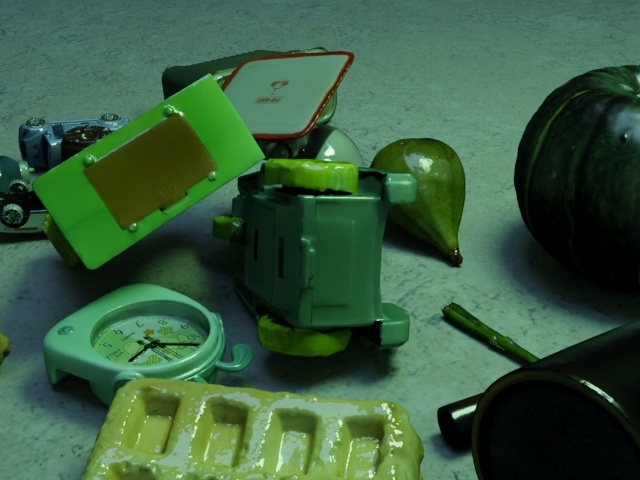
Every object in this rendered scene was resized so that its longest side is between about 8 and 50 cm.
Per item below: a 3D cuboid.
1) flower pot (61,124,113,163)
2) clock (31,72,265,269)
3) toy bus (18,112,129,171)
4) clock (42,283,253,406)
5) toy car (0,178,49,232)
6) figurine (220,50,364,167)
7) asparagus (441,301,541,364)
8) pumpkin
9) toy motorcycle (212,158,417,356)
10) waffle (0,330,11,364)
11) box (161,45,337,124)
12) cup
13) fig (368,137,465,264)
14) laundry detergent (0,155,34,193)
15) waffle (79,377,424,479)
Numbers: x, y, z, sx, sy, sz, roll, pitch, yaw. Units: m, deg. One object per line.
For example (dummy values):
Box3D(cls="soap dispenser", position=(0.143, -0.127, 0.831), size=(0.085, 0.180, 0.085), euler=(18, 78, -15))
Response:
Box3D(cls="flower pot", position=(-0.331, -0.116, 1.284), size=(0.111, 0.089, 0.111), euler=(0, 27, 0))
Box3D(cls="clock", position=(-0.211, -0.062, 1.014), size=(0.220, 0.106, 0.255), euler=(-35, 7, -18))
Box3D(cls="toy bus", position=(-0.373, -0.145, 1.357), size=(0.167, 0.073, 0.076), euler=(-8, 39, -20))
Box3D(cls="clock", position=(-0.167, 0.113, 0.873), size=(0.188, 0.060, 0.148), euler=(19, 32, 31))
Box3D(cls="toy car", position=(-0.339, -0.044, 1.181), size=(0.205, 0.056, 0.095), euler=(-2, 27, -13))
Box3D(cls="figurine", position=(-0.017, -0.105, 1.146), size=(0.183, 0.226, 0.160), euler=(5, 52, 35))
Box3D(cls="asparagus", position=(0.209, 0.117, 0.913), size=(0.023, 0.022, 0.233), euler=(36, -4, -42))
Box3D(cls="pumpkin", position=(0.391, -0.077, 1.051), size=(0.323, 0.241, 0.323), euler=(-5, 24, 2))
Box3D(cls="toy motorcycle", position=(0.000, 0.000, 0.996), size=(0.200, 0.191, 0.326), euler=(0, 8, -18))
Box3D(cls="waffle", position=(-0.497, 0.080, 0.898), size=(0.327, 0.098, 0.224), euler=(23, 33, 35))
Box3D(cls="box", position=(-0.123, -0.261, 1.526), size=(0.274, 0.138, 0.178), euler=(-19, 29, -34))
Box3D(cls="cup", position=(0.213, 0.137, 0.724), size=(0.177, 0.166, 0.239), euler=(-19, 34, -39))
Box3D(cls="fig", position=(0.150, -0.061, 1.151), size=(0.185, 0.126, 0.133), euler=(36, 4, 38))
Box3D(cls="laundry detergent", position=(-0.504, -0.079, 1.244), size=(0.206, 0.061, 0.096), euler=(-13, 22, -26))
Box3D(cls="waffle", position=(-0.057, 0.191, 0.700), size=(0.274, 0.057, 0.168), euler=(4, 39, 8))
